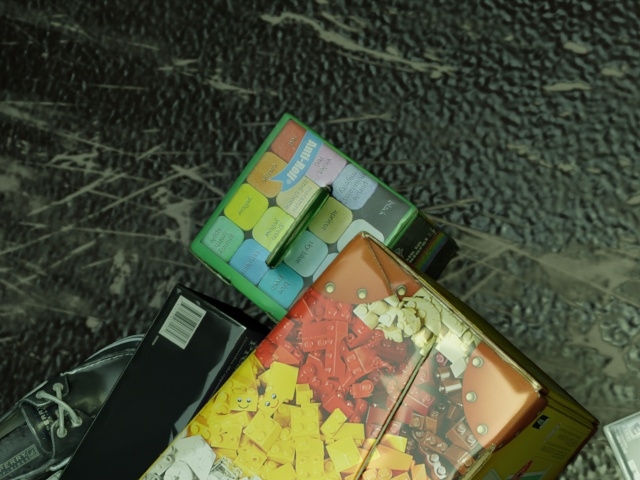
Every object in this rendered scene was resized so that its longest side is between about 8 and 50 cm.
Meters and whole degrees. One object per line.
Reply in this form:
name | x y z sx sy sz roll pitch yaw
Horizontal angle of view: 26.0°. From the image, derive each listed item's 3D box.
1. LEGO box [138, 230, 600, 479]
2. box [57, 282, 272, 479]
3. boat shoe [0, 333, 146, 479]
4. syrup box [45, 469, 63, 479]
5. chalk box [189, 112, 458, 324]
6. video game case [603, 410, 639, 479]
LEGO box | 0.045 0.229 1.272 0.193 0.500 0.372 43 93 19
box | -0.153 0.194 1.507 0.103 0.184 0.261 31 90 18
boat shoe | -0.301 0.207 1.593 0.301 0.102 0.108 -34 72 9
syrup box | -0.242 0.374 1.529 0.237 0.096 0.093 35 132 19
chalk box | 0.000 0.000 1.441 0.179 0.289 0.180 38 92 20
video game case | 0.406 0.244 1.410 0.173 0.022 0.190 -25 73 11
